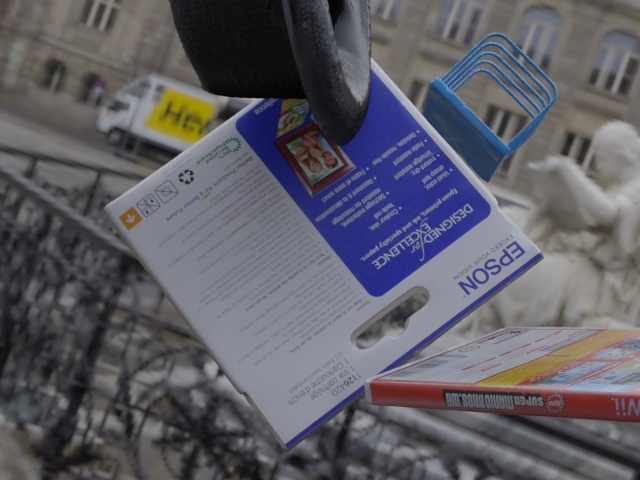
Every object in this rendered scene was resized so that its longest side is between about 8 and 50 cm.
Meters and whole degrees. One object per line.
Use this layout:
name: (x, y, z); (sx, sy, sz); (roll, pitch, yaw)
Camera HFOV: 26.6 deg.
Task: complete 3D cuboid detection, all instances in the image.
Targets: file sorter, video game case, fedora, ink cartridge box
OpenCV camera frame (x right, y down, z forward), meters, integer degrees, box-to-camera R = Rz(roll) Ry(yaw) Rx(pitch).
file sorter: (0.201, -0.159, 1.605); (0.118, 0.104, 0.170); (45, -5, 6)
video game case: (0.205, 0.103, 1.091); (0.285, 0.025, 0.204); (-4, 8, 45)
fedora: (-0.052, -0.240, 1.206); (0.152, 0.334, 0.334); (-7, -2, 11)
ink cartridge box: (0.000, 0.000, 1.299); (0.307, 0.303, 0.072); (52, -8, 18)
